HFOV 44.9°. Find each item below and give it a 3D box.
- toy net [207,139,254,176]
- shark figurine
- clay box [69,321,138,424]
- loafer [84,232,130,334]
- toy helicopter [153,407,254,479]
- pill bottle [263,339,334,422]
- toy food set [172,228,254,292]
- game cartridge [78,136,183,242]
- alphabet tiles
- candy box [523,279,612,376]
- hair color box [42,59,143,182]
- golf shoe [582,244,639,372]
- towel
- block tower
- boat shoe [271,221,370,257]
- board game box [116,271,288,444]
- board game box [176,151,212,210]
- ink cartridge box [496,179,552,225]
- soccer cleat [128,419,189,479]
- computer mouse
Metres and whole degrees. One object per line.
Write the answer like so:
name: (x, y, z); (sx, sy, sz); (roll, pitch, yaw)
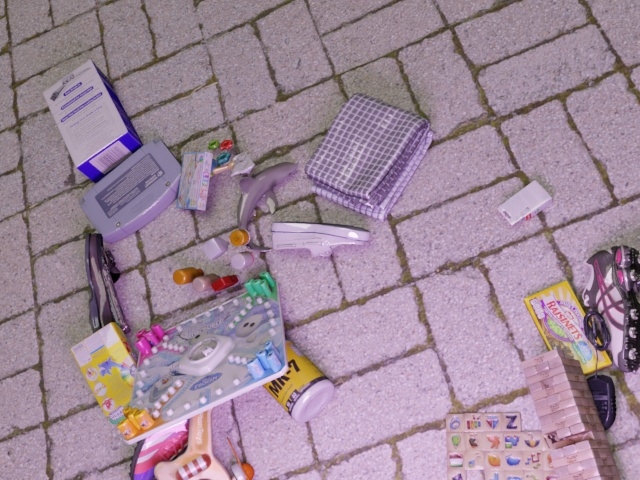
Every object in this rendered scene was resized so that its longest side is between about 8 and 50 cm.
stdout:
toy net: (-0.243, -0.211, 2.082); (0.232, 0.045, 0.122); (14, 57, 41)
shark figurine: (-0.183, -0.102, 2.004); (0.166, 0.116, 0.278); (10, 67, 24)
clay box: (-0.508, 0.329, 1.917); (0.127, 0.053, 0.222); (-32, 81, 2)
loafer: (-0.560, 0.118, 2.045); (0.095, 0.109, 0.303); (-9, 69, -6)
toy helicopter: (-0.251, 0.484, 1.726); (0.234, 0.140, 0.355); (1, 78, -7)
pill bottle: (-0.077, 0.304, 1.771); (0.119, 0.119, 0.208); (-46, 60, -6)
toy food set: (-0.243, 0.059, 1.930); (0.232, 0.104, 0.111); (-37, 81, 20)
game cartridge: (-0.517, -0.135, 2.167); (0.297, 0.062, 0.198); (-39, 64, -2)
alphabet tiles: (0.380, 0.456, 1.606); (0.237, 0.009, 0.198); (-5, 64, 16)
candy box: (0.529, 0.195, 1.668); (0.105, 0.027, 0.206); (-24, 61, 5)
hair color box: (-0.674, -0.355, 2.292); (0.185, 0.110, 0.339); (-34, 62, 3)
golf shoe: (0.622, 0.147, 1.635); (0.120, 0.105, 0.273); (-14, 62, 42)
towel: (0.117, -0.218, 1.950); (0.235, 0.121, 0.284); (27, 77, 28)
block tower: (0.502, 0.388, 1.528); (0.091, 0.097, 0.336); (-31, 59, 35)
boat shoe: (0.000, 0.000, 1.916); (0.258, 0.095, 0.084); (5, 96, 24)
board game box: (-0.269, 0.250, 1.780); (0.389, 0.050, 0.390); (-26, 26, 6)
board game box: (-0.339, -0.159, 2.081); (0.103, 0.026, 0.154); (5, 87, 46)
ink cartridge box: (0.477, -0.083, 1.815); (0.115, 0.029, 0.063); (-36, 60, 1)
soccer cleat: (-0.330, 0.435, 1.808); (0.116, 0.109, 0.318); (25, 76, 16)
computer mouse: (0.571, 0.266, 1.588); (0.071, 0.041, 0.242); (-9, 75, 50)
